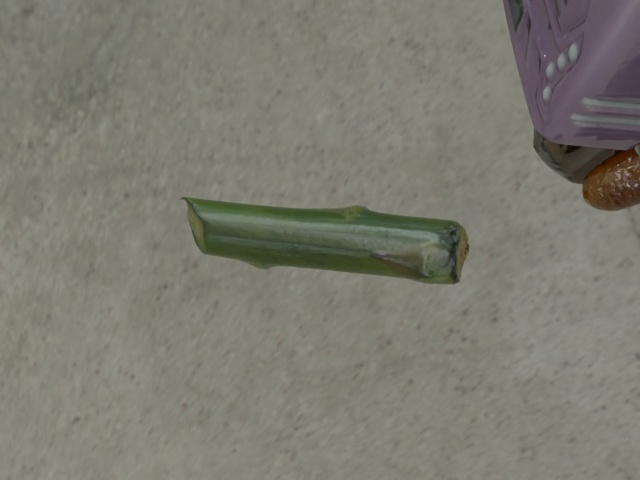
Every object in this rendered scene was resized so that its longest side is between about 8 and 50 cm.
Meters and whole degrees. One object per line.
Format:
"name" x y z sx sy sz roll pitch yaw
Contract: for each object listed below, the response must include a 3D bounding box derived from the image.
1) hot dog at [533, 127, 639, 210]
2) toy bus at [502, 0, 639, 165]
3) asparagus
"hot dog" 0.368 -0.094 1.296 0.326 0.194 0.107 -28 50 5
"toy bus" 0.149 -0.073 0.355 0.199 0.108 0.096 3 58 -14
"asparagus" 0.000 -0.001 1.375 0.277 0.060 0.067 3 95 10
